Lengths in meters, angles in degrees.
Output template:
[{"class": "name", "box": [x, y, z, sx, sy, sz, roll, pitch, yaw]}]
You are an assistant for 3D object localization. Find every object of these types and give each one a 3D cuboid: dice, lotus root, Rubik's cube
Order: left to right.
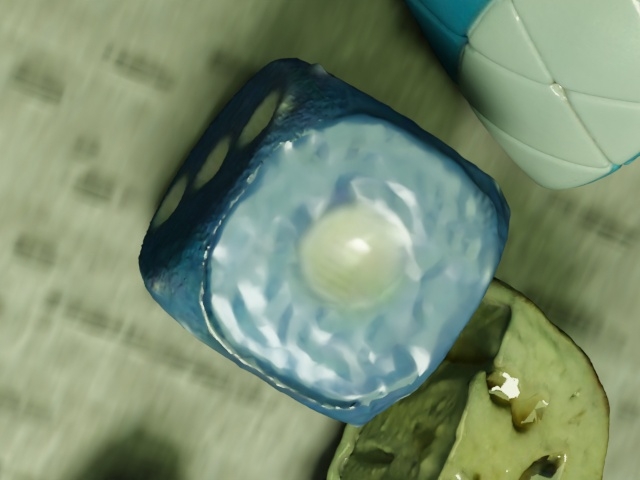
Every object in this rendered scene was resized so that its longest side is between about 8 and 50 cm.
[{"class": "dice", "box": [0.000, 0.000, 0.690, 0.143, 0.146, 0.146, 34, 91, -19]}, {"class": "lotus root", "box": [0.072, 0.136, 0.740, 0.138, 0.119, 0.235, 23, 83, -34]}, {"class": "Rubik's cube", "box": [0.159, -0.145, 0.731, 0.254, 0.254, 0.254, -4, 102, -17]}]
